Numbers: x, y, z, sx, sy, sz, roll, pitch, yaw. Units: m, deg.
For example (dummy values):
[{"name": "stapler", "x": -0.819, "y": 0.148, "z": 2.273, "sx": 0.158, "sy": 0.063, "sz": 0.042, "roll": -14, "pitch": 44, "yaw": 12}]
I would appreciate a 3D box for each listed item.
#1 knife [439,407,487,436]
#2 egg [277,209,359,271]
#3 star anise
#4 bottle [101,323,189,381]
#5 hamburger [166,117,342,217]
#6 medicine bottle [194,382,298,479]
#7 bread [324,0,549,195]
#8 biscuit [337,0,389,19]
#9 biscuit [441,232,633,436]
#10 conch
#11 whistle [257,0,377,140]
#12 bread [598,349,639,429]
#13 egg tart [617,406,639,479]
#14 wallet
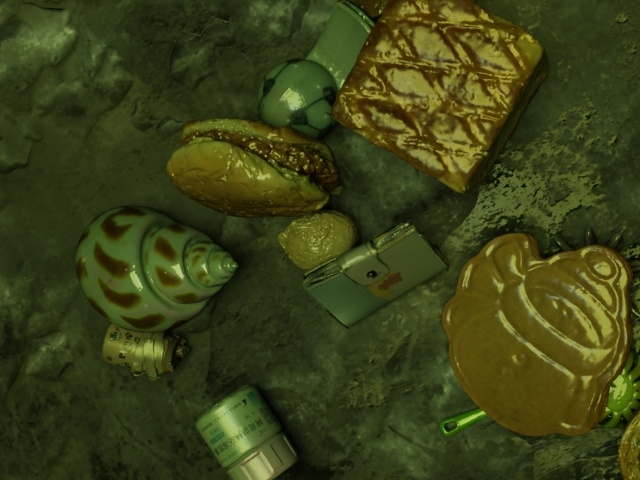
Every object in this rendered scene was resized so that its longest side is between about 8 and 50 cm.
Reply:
[{"name": "knife", "x": 0.287, "y": 0.302, "z": 1.655, "sx": 0.166, "sy": 0.022, "sz": 0.078, "roll": -28, "pitch": 68, "yaw": 15}, {"name": "egg", "x": 0.000, "y": 0.000, "z": 1.683, "sx": 0.140, "sy": 0.116, "sz": 0.118, "roll": -22, "pitch": 108, "yaw": 12}, {"name": "star anise", "x": 0.453, "y": 0.064, "z": 1.579, "sx": 0.204, "sy": 0.061, "sz": 0.180, "roll": -24, "pitch": 78, "yaw": 16}, {"name": "bottle", "x": -0.329, "y": 0.209, "z": 1.794, "sx": 0.152, "sy": 0.099, "sz": 0.099, "roll": 13, "pitch": 95, "yaw": 12}, {"name": "hamburger", "x": -0.113, "y": -0.116, "z": 1.627, "sx": 0.283, "sy": 0.259, "sz": 0.144, "roll": -3, "pitch": 70, "yaw": 35}, {"name": "medicine bottle", "x": -0.133, "y": 0.361, "z": 1.722, "sx": 0.135, "sy": 0.135, "sz": 0.168, "roll": -36, "pitch": 83, "yaw": 14}, {"name": "bread", "x": 0.202, "y": -0.252, "z": 1.569, "sx": 0.279, "sy": 0.207, "sz": 0.279, "roll": 35, "pitch": 99, "yaw": 14}, {"name": "biscuit", "x": 0.096, "y": -0.442, "z": 1.611, "sx": 0.237, "sy": 0.026, "sz": 0.131, "roll": 5, "pitch": 95, "yaw": 60}, {"name": "biscuit", "x": 0.356, "y": 0.147, "z": 1.568, "sx": 0.312, "sy": 0.057, "sz": 0.351, "roll": 29, "pitch": 108, "yaw": 25}, {"name": "conch", "x": -0.307, "y": 0.043, "z": 1.735, "sx": 0.368, "sy": 0.197, "sz": 0.249, "roll": 1, "pitch": 72, "yaw": 10}, {"name": "whistle", "x": -0.022, "y": -0.267, "z": 1.645, "sx": 0.163, "sy": 0.163, "sz": 0.290, "roll": 40, "pitch": 132, "yaw": 11}, {"name": "bread", "x": 0.487, "y": 0.244, "z": 1.574, "sx": 0.130, "sy": 0.071, "sz": 0.139, "roll": 19, "pitch": 97, "yaw": 10}, {"name": "egg tart", "x": 0.558, "y": 0.320, "z": 1.518, "sx": 0.212, "sy": 0.090, "sz": 0.212, "roll": -6, "pitch": 106, "yaw": -21}, {"name": "wallet", "x": 0.095, "y": 0.054, "z": 1.646, "sx": 0.231, "sy": 0.170, "sz": 0.069, "roll": -31, "pitch": 48, "yaw": 15}]
